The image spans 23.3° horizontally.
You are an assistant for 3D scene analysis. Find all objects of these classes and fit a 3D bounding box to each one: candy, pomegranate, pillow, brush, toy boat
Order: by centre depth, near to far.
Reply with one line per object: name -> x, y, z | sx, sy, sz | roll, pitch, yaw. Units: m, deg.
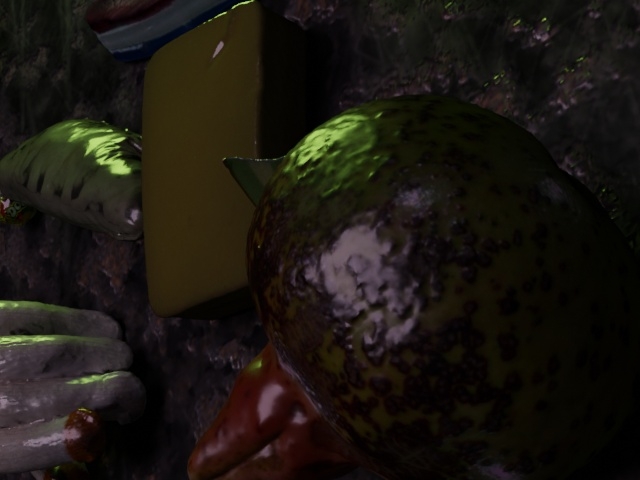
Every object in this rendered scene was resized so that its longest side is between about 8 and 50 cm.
pomegranate -> 0.033, 0.049, 0.770 | 0.248, 0.214, 0.214 | -36, 50, 9
brush -> -0.062, -0.050, 1.041 | 0.123, 0.059, 0.197 | -20, 65, 42
toy boat -> -0.095, -0.189, 1.137 | 0.229, 0.046, 0.080 | -15, 65, 48
pillow -> -0.172, -0.054, 1.171 | 0.093, 0.051, 0.241 | -51, 33, -17
candy -> -0.268, -0.043, 1.307 | 0.123, 0.035, 0.035 | 32, 124, 59

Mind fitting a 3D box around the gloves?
gloves -> -0.225, 0.109, 1.133 | 0.218, 0.131, 0.140 | 23, 99, 59

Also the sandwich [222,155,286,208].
sandwich -> 0.000, 0.000, 0.908 | 0.074, 0.116, 0.074 | 2, 80, 50
